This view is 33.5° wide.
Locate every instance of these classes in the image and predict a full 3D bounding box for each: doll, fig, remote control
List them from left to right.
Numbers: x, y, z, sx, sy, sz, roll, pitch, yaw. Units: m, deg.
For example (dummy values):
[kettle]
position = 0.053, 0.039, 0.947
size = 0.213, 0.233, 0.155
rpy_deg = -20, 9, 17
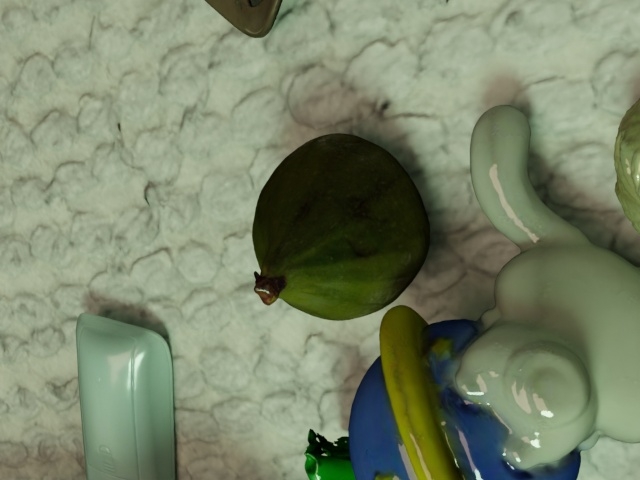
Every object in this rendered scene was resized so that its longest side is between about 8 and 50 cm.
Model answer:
[remote control]
position = -0.193, 0.213, 1.037
size = 0.103, 0.051, 0.293
rpy_deg = 11, 114, 27
[fig]
position = -0.010, 0.002, 0.752
size = 0.126, 0.184, 0.133
rpy_deg = -13, 100, 52
[doll]
position = 0.117, 0.073, 0.688
size = 0.242, 0.159, 0.311
rpy_deg = -21, 84, 27

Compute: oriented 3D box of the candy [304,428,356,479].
[candy]
position = 0.072, 0.212, 0.793
size = 0.203, 0.141, 0.078
rpy_deg = 46, 114, 15

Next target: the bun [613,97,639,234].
[bun]
position = 0.226, -0.042, 0.633
size = 0.115, 0.069, 0.115
rpy_deg = 8, 107, 29

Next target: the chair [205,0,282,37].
[chair]
position = -0.070, -0.289, 0.697
size = 0.175, 0.183, 0.326
rpy_deg = 44, 125, 17
